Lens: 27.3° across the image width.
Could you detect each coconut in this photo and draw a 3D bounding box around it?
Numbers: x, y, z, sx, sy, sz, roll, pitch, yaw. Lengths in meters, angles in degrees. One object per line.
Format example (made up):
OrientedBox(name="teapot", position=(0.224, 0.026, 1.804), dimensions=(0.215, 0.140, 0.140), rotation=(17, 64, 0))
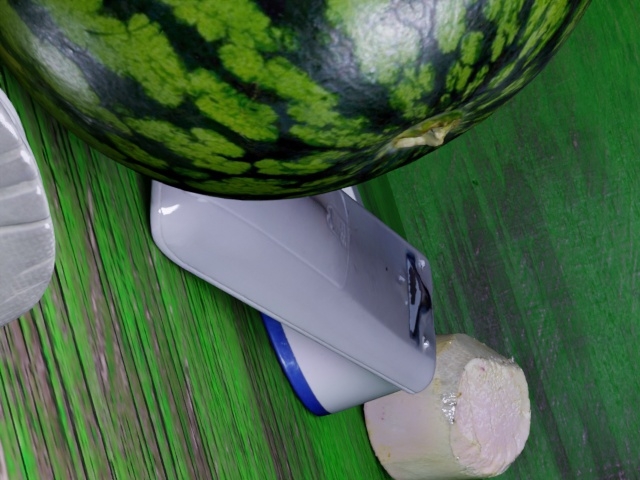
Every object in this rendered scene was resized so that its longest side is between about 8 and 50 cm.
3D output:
OrientedBox(name="coconut", position=(0.113, 0.164, 1.270), dimensions=(0.147, 0.152, 0.147), rotation=(10, 75, -40))

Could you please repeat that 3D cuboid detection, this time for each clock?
OrientedBox(name="clock", position=(0.000, 0.016, 1.015), dimensions=(0.230, 0.083, 0.230), rotation=(-17, 90, -85))

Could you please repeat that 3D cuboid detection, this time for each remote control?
OrientedBox(name="remote control", position=(0.000, 0.000, 0.816), dimensions=(0.313, 0.055, 0.109), rotation=(34, 47, -50))

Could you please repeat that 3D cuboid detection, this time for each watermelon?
OrientedBox(name="watermelon", position=(-0.018, -0.157, 0.529), dimensions=(0.285, 0.285, 0.285), rotation=(-18, 90, -83))

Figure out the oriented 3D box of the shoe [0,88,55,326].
OrientedBox(name="shoe", position=(-0.119, -0.058, 0.345), dimensions=(0.099, 0.071, 0.169), rotation=(-99, 165, -66))
